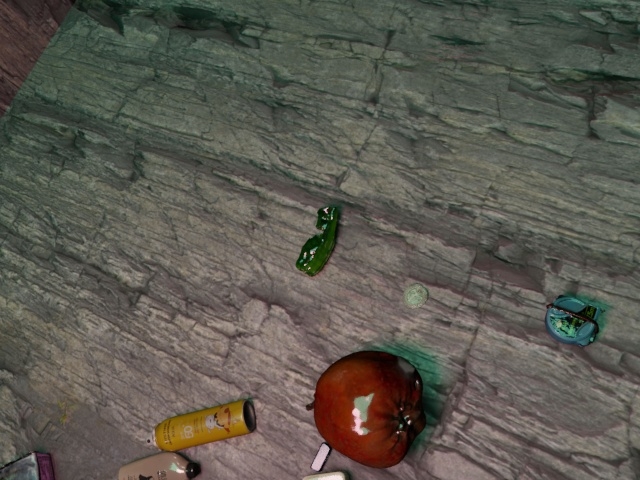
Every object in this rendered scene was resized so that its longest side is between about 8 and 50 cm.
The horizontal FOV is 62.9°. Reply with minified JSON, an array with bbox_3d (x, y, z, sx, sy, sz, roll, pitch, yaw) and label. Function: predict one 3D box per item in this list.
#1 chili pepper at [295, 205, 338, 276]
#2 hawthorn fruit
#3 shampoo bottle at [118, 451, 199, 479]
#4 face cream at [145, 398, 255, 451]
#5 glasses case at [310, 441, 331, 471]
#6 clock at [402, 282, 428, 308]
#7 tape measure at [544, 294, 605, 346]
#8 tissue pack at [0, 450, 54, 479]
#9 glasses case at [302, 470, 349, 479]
[{"bbox_3d":[-0.001,0.000,1.752,0.099,0.083,0.253,11,69,30],"label":"chili pepper"},{"bbox_3d":[0.131,0.450,1.435,0.308,0.325,0.308,0,91,-18],"label":"hawthorn fruit"},{"bbox_3d":[-0.496,0.723,1.619,0.257,0.078,0.127,-13,86,12],"label":"shampoo bottle"},{"bbox_3d":[-0.381,0.583,1.627,0.349,0.105,0.105,-16,66,11],"label":"face cream"},{"bbox_3d":[0.003,0.636,1.532,0.033,0.023,0.083,25,80,19],"label":"glasses case"},{"bbox_3d":[0.294,0.174,1.629,0.083,0.010,0.074,-46,64,-3],"label":"clock"},{"bbox_3d":[0.693,0.224,1.448,0.146,0.081,0.125,23,75,24],"label":"tape measure"},{"bbox_3d":[-0.968,0.904,1.676,0.259,0.122,0.361,-26,62,2],"label":"tissue pack"},{"bbox_3d":[0.032,0.806,1.431,0.131,0.070,0.312,-13,67,12],"label":"glasses case"}]
